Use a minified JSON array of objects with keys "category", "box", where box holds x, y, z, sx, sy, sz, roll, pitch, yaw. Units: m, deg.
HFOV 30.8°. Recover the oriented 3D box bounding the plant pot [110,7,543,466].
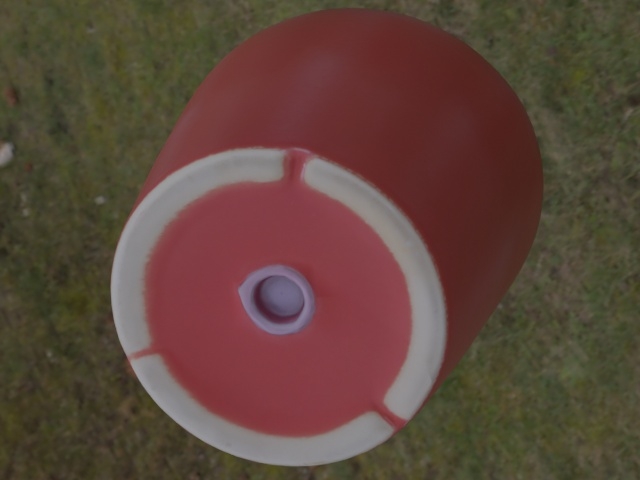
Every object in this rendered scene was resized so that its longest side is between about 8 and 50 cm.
[{"category":"plant pot","box":[0.000,0.000,0.747,0.275,0.243,0.275,4,110,12]}]
